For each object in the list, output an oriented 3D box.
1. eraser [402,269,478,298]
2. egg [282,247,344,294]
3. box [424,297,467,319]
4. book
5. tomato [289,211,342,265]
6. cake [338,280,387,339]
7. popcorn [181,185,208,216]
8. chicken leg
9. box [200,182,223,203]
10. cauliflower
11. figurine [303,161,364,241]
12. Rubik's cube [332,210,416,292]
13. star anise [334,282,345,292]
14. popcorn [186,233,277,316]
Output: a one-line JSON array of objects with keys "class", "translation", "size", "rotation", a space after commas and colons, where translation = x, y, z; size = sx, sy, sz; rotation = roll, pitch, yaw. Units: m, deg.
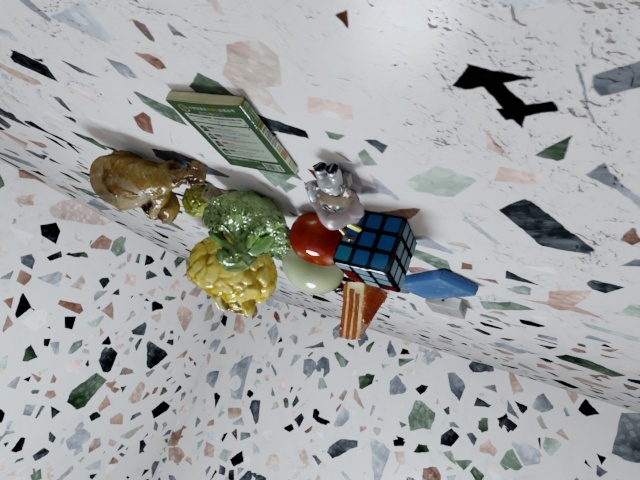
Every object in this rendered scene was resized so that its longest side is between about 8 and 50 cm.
[{"class": "eraser", "translation": [0.391, 0.157, 1.507], "size": [0.144, 0.042, 0.312], "rotation": [24, 164, -13]}, {"class": "egg", "translation": [-0.031, 0.095, 1.580], "size": [0.254, 0.188, 0.188], "rotation": [15, 164, 33]}, {"class": "box", "translation": [0.488, 0.252, 1.685], "size": [0.130, 0.051, 0.130], "rotation": [11, 162, 33]}, {"class": "book", "translation": [-0.188, -0.233, 0.974], "size": [0.202, 0.027, 0.264], "rotation": [14, 164, 27]}, {"class": "tomato", "translation": [0.000, 0.000, 1.314], "size": [0.195, 0.135, 0.195], "rotation": [19, 164, 6]}, {"class": "cake", "translation": [0.157, 0.297, 1.940], "size": [0.158, 0.262, 0.159], "rotation": [-7, 129, 52]}, {"class": "popcorn", "translation": [-0.414, -0.136, 1.480], "size": [0.107, 0.120, 0.116], "rotation": [-6, -143, -23]}, {"class": "chicken leg", "translation": [-0.508, -0.166, 1.371], "size": [0.410, 0.181, 0.295], "rotation": [-5, 137, 24]}, {"class": "box", "translation": [-0.355, -0.147, 1.438], "size": [0.024, 0.053, 0.083], "rotation": [15, 162, 24]}, {"class": "cauliflower", "translation": [-0.230, -0.021, 1.332], "size": [0.276, 0.250, 0.272], "rotation": [19, 167, 5]}, {"class": "figurine", "translation": [0.034, -0.096, 1.012], "size": [0.138, 0.111, 0.228], "rotation": [7, 147, 20]}, {"class": "Rubik's cube", "translation": [0.149, 0.027, 1.166], "size": [0.162, 0.160, 0.163], "rotation": [14, 163, 27]}, {"class": "star anise", "translation": [0.013, 0.216, 2.100], "size": [0.272, 0.102, 0.272], "rotation": [19, 168, 4]}, {"class": "popcorn", "translation": [-0.374, 0.124, 1.918], "size": [0.354, 0.344, 0.390], "rotation": [-39, 99, 27]}]
